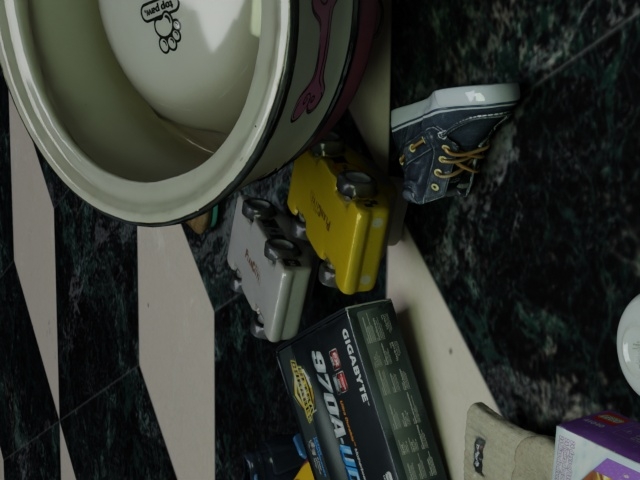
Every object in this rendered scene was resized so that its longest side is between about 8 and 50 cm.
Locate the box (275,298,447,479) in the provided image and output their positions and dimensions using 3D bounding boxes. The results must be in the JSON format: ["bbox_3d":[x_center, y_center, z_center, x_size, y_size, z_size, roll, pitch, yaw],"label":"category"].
[{"bbox_3d":[0.040,0.180,1.349,0.175,0.051,0.220,-34,70,62],"label":"box"}]

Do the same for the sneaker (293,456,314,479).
[{"bbox_3d":[-0.026,0.290,1.499,0.069,0.083,0.186,-127,39,-49],"label":"sneaker"}]

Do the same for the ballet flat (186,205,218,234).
[{"bbox_3d":[-0.187,-0.174,1.714,0.116,0.124,0.343,-150,58,-61],"label":"ballet flat"}]

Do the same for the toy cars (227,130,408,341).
[{"bbox_3d":[0.000,0.000,1.399,0.393,0.087,0.177,142,128,-65],"label":"toy cars"}]

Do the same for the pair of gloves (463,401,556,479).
[{"bbox_3d":[0.176,0.259,1.108,0.204,0.042,0.240,-159,65,-62],"label":"pair of gloves"}]

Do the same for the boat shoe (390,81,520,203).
[{"bbox_3d":[0.112,-0.076,1.168,0.183,0.065,0.083,167,96,-72],"label":"boat shoe"}]

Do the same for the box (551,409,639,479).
[{"bbox_3d":[0.229,0.280,0.933,0.201,0.057,0.293,22,115,49],"label":"box"}]

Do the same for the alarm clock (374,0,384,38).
[{"bbox_3d":[0.050,-0.270,1.258,0.129,0.064,0.192,-155,66,-62],"label":"alarm clock"}]

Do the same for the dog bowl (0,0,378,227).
[{"bbox_3d":[-0.118,-0.224,1.269,0.408,0.150,0.408,13,108,42],"label":"dog bowl"}]

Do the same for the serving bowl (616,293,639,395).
[{"bbox_3d":[0.225,0.073,0.985,0.083,0.027,0.083,174,90,-65],"label":"serving bowl"}]

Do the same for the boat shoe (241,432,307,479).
[{"bbox_3d":[-0.078,0.299,1.607,0.109,0.089,0.258,-122,36,-45],"label":"boat shoe"}]
